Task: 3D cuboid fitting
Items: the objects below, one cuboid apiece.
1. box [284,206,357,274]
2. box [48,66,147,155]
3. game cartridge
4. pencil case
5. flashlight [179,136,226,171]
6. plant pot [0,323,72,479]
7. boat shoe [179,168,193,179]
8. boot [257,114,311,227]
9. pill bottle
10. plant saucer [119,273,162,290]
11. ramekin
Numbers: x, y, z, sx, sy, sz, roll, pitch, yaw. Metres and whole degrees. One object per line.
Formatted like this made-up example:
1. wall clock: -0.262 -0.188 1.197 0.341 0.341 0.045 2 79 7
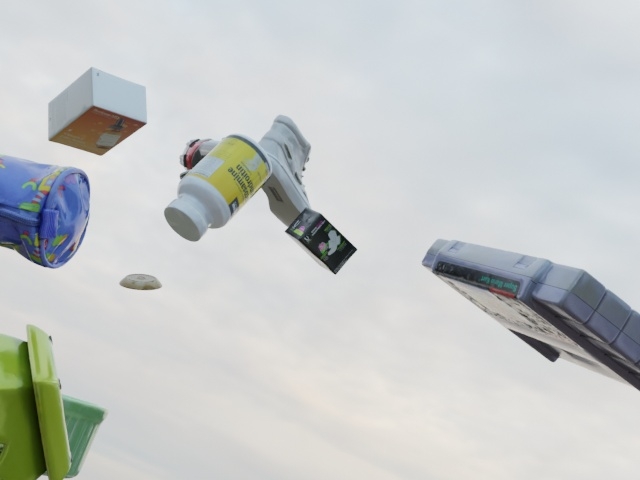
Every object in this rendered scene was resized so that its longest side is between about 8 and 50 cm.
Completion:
1. box: 0.000 0.000 1.228 0.083 0.052 0.062 45 -8 -25
2. box: -0.454 -0.258 1.709 0.170 0.091 0.130 -25 -28 39
3. game cartridge: 0.271 0.091 0.996 0.230 0.068 0.355 32 -4 -16
4. pencil case: -0.420 -0.052 0.943 0.306 0.119 0.133 11 15 2
5. flashlight: -0.220 -0.168 1.821 0.103 0.103 0.304 32 -5 -26
6. plant pot: -0.505 0.265 1.298 0.207 0.228 0.227 -9 23 -19
7. boat shoe: -0.212 -0.090 1.481 0.046 0.038 0.125 -14 -18 6
8. boot: -0.047 -0.120 1.572 0.095 0.123 0.258 19 -23 26
9. pill bottle: -0.169 -0.085 1.375 0.103 0.184 0.103 27 -34 20
10. plant saucer: -0.349 0.079 1.635 0.083 0.015 0.083 6 11 -1
11. ramekin: -0.584 0.358 1.645 0.303 0.148 0.303 16 -14 4
